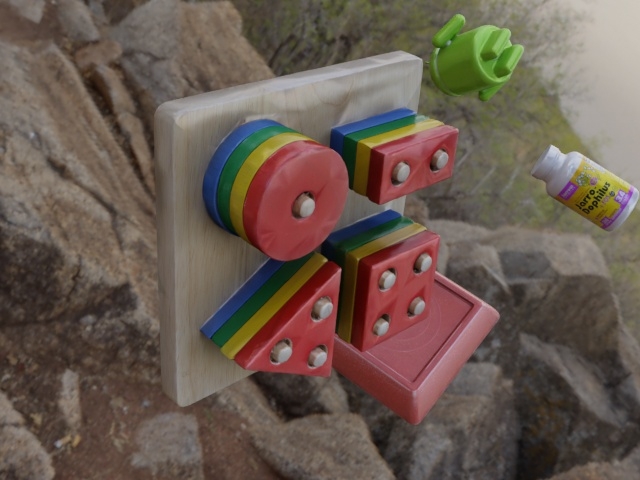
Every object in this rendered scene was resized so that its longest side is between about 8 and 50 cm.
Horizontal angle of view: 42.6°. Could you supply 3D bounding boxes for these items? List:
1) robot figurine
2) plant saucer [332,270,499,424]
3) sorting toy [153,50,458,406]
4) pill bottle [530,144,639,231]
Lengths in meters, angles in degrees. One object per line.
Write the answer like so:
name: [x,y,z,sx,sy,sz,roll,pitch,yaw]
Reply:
robot figurine: [0.168,-0.199,0.915,0.101,0.115,0.067,41,65,-24]
plant saucer: [0.124,0.126,1.338,0.259,0.048,0.258,34,60,19]
sorting toy: [0.000,0.000,0.668,0.255,0.257,0.089,-21,39,-38]
pill bottle: [0.221,-0.046,0.691,0.083,0.043,0.043,32,29,3]
